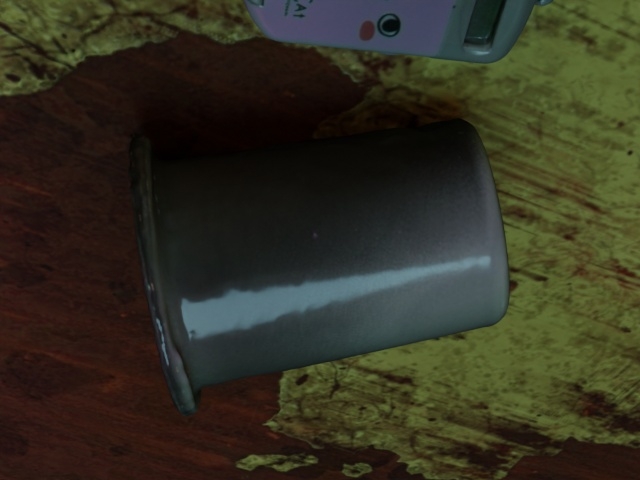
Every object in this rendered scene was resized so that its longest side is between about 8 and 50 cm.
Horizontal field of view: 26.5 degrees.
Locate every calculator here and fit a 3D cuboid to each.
[{"bbox_3d":[0.061,-0.201,1.032,0.246,0.045,0.141,5,139,-9],"label":"calculator"}]

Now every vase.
[{"bbox_3d":[0.000,0.000,1.146,0.291,0.245,0.245,-12,139,-1],"label":"vase"}]
